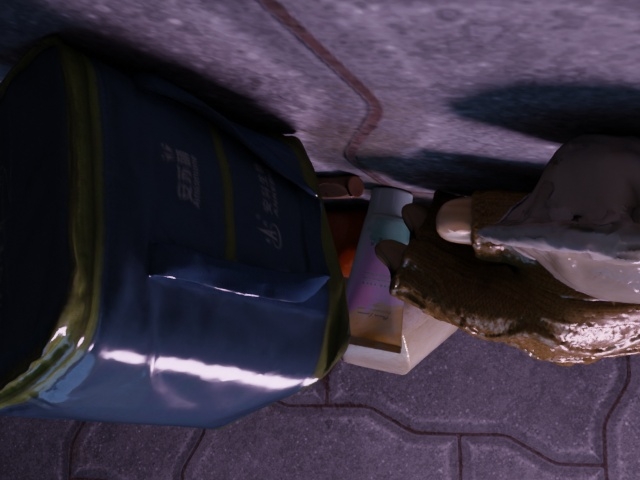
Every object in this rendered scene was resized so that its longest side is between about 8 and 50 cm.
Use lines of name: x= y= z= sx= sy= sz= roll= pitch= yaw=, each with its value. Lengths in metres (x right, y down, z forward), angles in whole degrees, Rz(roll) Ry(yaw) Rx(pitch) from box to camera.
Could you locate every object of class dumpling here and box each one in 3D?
dumpling: x=0.206 y=-0.015 z=0.488 sx=0.199 sy=0.118 sz=0.136 roll=-11 pitch=176 yaw=-1

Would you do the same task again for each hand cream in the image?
hand cream: x=0.066 y=0.031 z=0.826 sx=0.076 sy=0.174 sz=0.047 roll=11 pitch=174 yaw=4

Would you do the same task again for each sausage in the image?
sausage: x=0.001 y=-0.058 z=0.827 sx=0.026 sy=0.026 sz=0.116 roll=15 pitch=173 yaw=-39
sausage: x=0.000 y=0.000 z=1.066 sx=0.097 sy=0.093 sz=0.348 roll=29 pitch=167 yaw=-29

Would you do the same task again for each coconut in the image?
coconut: x=0.104 y=0.106 z=1.193 sx=0.202 sy=0.222 sz=0.202 roll=45 pitch=157 yaw=24

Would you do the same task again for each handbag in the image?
handbag: x=-0.133 y=0.007 z=0.573 sx=0.222 sy=0.262 sz=0.241 roll=-28 pitch=151 yaw=34

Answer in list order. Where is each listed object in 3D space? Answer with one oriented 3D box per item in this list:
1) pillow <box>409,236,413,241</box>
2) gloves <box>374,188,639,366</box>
pillow: x=0.273 y=0.044 z=0.940 sx=0.306 sy=0.108 sz=0.308 roll=4 pitch=176 yaw=22
gloves: x=0.219 y=0.033 z=0.686 sx=0.357 sy=0.155 sz=0.203 roll=12 pitch=171 yaw=22
